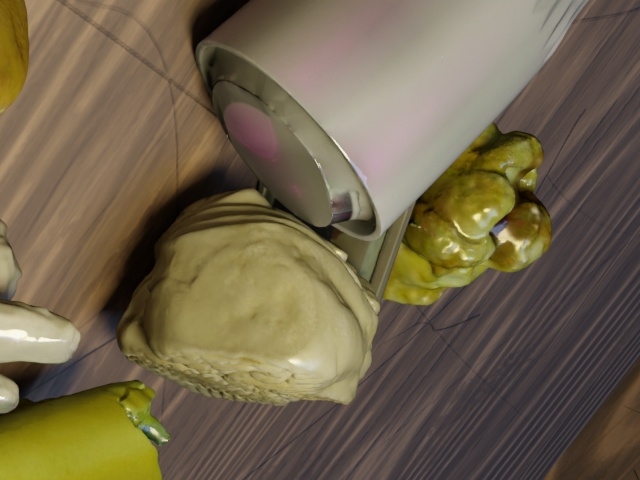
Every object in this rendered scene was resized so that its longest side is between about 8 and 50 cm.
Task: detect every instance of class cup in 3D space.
[{"bbox_3d":[0.077,-0.200,1.591,0.371,0.253,0.253,-44,154,-13],"label":"cup"}]

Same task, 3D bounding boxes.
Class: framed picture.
[{"bbox_3d":[-0.001,0.000,1.807,0.018,0.192,0.265,-32,150,-39],"label":"framed picture"}]

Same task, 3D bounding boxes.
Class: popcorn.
[{"bbox_3d":[0.126,-0.063,1.826,0.225,0.276,0.276,-37,153,-40],"label":"popcorn"}]

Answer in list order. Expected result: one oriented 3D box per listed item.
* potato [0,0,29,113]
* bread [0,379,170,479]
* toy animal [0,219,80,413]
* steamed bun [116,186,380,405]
[{"bbox_3d":[-0.292,-0.149,1.216,0.178,0.158,0.203,-57,156,20],"label":"potato"},{"bbox_3d":[-0.339,0.269,1.596,0.251,0.208,0.376,-17,175,39],"label":"bread"},{"bbox_3d":[-0.395,0.075,1.404,0.266,0.188,0.308,-3,155,-34],"label":"toy animal"},{"bbox_3d":[-0.070,0.062,1.730,0.289,0.276,0.203,56,46,-72],"label":"steamed bun"}]
